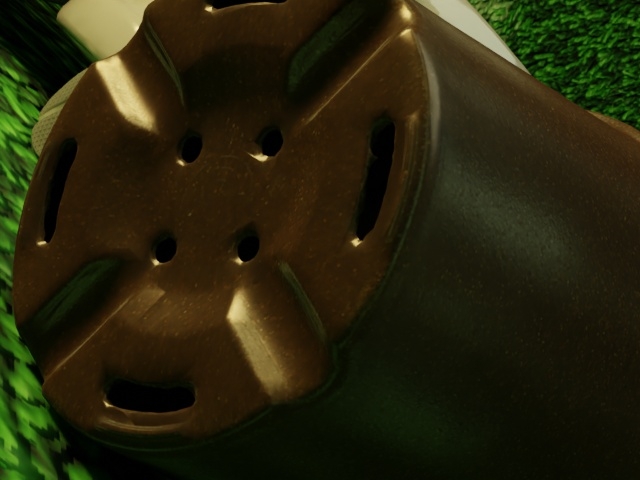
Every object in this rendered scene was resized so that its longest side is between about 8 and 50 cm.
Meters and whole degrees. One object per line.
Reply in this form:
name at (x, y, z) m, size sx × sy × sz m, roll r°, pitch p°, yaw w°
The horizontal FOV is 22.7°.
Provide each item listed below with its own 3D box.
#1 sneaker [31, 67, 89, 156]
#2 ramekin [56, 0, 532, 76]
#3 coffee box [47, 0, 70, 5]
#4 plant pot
sneaker at (-0.050, -0.009, 0.558) m, size 0.061 × 0.053 × 0.152 m, roll 47°, pitch 3°, yaw -38°
ramekin at (0.015, -0.040, 0.725) m, size 0.273 × 0.127 × 0.273 m, roll 48°, pitch -3°, yaw 3°
coffee box at (-0.048, -0.333, 0.838) m, size 0.338 × 0.334 × 0.338 m, roll -8°, pitch 77°, yaw -76°
plant pot at (0.021, 0.016, 0.419) m, size 0.165 × 0.167 × 0.167 m, roll 31°, pitch 15°, yaw -47°
